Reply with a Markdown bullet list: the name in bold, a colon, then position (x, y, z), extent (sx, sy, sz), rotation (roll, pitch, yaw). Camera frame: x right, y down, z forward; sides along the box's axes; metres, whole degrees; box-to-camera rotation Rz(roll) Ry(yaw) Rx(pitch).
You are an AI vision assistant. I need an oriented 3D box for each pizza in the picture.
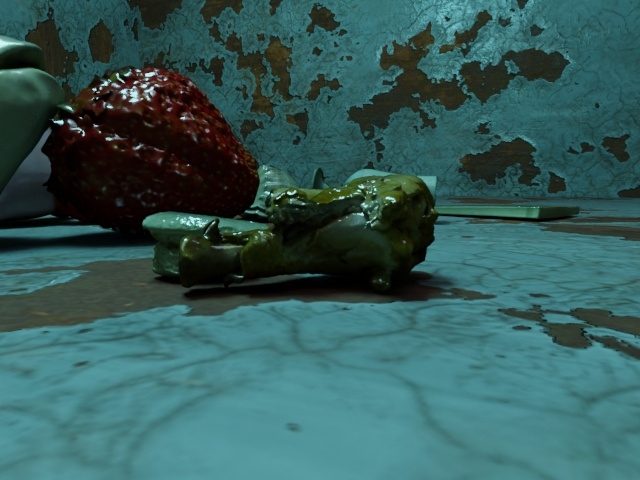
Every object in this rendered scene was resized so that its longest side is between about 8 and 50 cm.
- **pizza**: position (-0.001, -0.050, 0.756), extent (0.134, 0.056, 0.271), rotation (-8, -2, 23)

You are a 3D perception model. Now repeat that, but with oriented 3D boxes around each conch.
- **conch**: position (-0.093, -0.076, 0.964), extent (0.207, 0.130, 0.155), rotation (20, 37, -14)

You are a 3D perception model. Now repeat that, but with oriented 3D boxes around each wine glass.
- **wine glass**: position (0.103, -0.084, 0.906), extent (0.231, 0.103, 0.103), rotation (6, 8, 12)

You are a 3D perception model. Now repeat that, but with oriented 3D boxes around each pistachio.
- **pistachio**: position (-0.461, -0.120, 0.566), extent (0.332, 0.208, 0.226), rotation (-39, -4, 3)

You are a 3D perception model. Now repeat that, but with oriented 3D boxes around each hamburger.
- **hamburger**: position (-0.083, 0.003, 0.419), extent (0.084, 0.054, 0.121), rotation (2, 0, 26)

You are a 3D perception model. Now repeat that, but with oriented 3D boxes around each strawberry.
- **strawberry**: position (-0.223, -0.117, 0.693), extent (0.288, 0.250, 0.238), rotation (24, -8, -20)

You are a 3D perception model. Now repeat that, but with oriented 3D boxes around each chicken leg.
- **chicken leg**: position (-0.001, 0.000, 0.358), extent (0.207, 0.085, 0.101), rotation (-12, 22, -18)

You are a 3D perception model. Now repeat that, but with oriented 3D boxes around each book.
- **book**: position (0.394, -0.067, 1.067), extent (0.215, 0.025, 0.282), rotation (-6, 7, -43)

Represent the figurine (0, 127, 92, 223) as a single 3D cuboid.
- **figurine**: position (-0.565, -0.136, 0.878), extent (0.261, 0.211, 0.269), rotation (-7, 9, -42)
